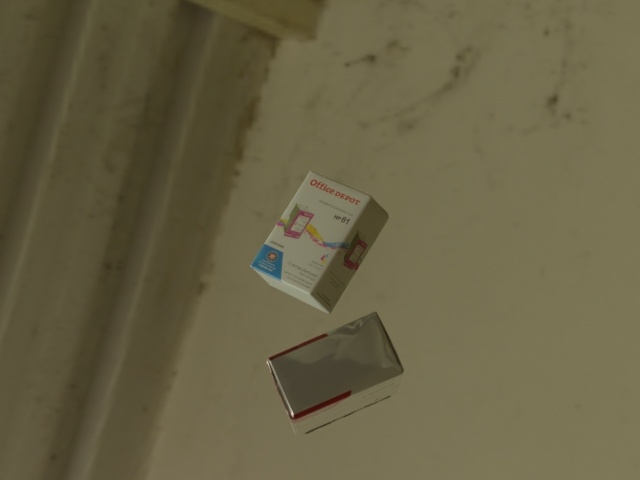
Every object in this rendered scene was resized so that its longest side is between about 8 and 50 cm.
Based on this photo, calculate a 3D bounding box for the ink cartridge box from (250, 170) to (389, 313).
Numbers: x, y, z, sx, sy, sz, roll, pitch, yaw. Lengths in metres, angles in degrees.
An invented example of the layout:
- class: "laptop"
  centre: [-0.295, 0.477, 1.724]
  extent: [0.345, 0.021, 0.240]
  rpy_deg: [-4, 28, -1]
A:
- class: "ink cartridge box"
  centre: [0.000, 0.000, 1.656]
  extent: [0.122, 0.088, 0.052]
  rpy_deg: [-58, -37, -12]

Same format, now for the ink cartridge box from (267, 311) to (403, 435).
- class: "ink cartridge box"
  centre: [0.015, 0.145, 1.720]
  extent: [0.127, 0.175, 0.072]
  rpy_deg: [-23, -101, -5]
